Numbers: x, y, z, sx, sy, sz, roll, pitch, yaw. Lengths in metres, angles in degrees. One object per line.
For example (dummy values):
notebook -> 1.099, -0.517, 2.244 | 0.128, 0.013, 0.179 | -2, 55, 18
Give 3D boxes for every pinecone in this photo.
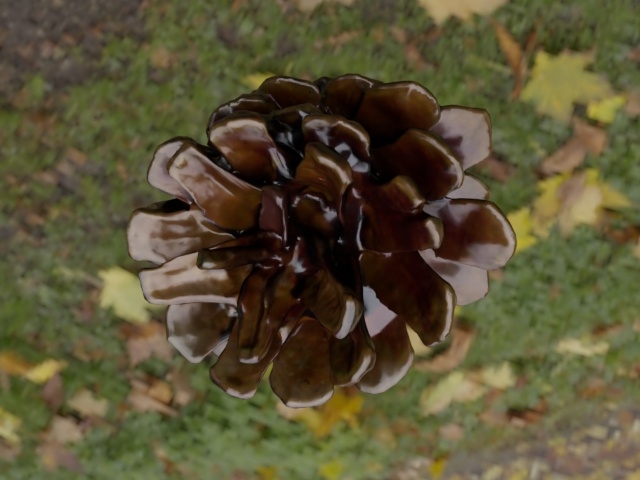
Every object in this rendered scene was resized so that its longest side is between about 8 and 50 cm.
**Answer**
pinecone -> 0.000, 0.001, 0.973 | 0.229, 0.201, 0.202 | -10, 102, 6
